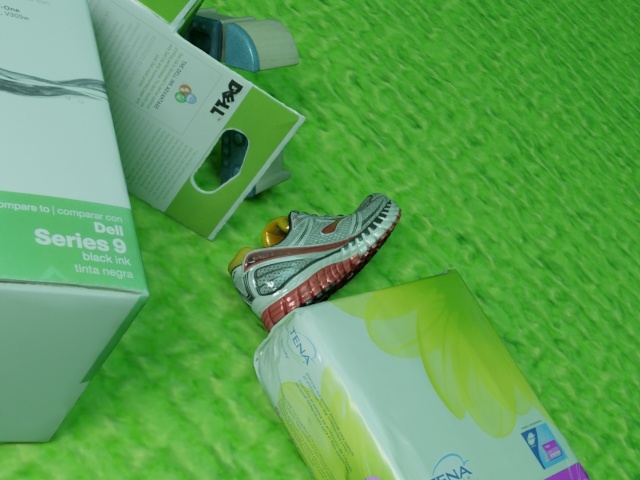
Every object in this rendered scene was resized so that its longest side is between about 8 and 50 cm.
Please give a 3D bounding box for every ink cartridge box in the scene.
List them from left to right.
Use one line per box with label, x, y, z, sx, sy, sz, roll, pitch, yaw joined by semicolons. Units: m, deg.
ink cartridge box;-0.236;-0.029;0.733;0.122;0.211;0.289;6;52;-33
ink cartridge box;-0.154;-0.143;0.918;0.255;0.189;0.097;33;39;-11

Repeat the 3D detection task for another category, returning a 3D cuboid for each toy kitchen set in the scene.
toy kitchen set;-0.140;-0.146;1.029;0.207;0.166;0.122;20;26;37

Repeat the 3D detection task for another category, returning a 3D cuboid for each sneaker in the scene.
sneaker;0.000;0.000;0.982;0.093;0.088;0.225;45;40;8

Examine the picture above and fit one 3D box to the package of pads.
package of pads;0.098;0.179;0.887;0.229;0.101;0.296;-9;60;-43
